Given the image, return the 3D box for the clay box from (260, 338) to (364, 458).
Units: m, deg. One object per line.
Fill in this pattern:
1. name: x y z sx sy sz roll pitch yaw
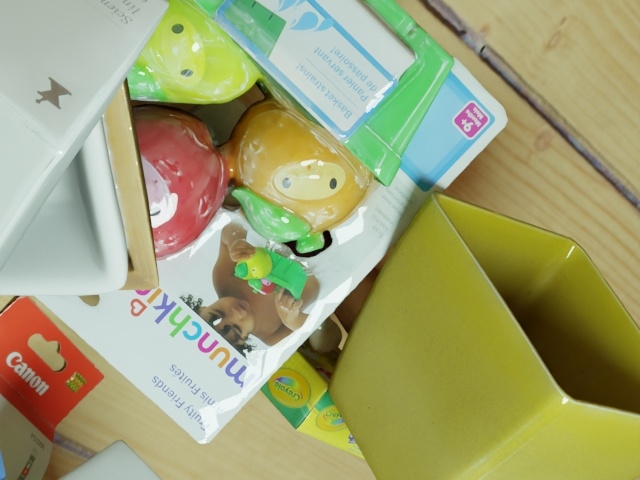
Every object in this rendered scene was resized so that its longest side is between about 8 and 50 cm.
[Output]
1. clay box: -0.015 0.112 1.698 0.053 0.222 0.127 -51 140 9

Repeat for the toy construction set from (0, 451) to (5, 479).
1. toy construction set: -0.406 0.154 1.389 0.309 0.237 0.257 -26 168 -35

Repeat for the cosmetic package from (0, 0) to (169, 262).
1. cosmetic package: -0.277 -0.044 1.178 0.385 0.217 0.156 -48 -172 42

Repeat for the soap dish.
1. soap dish: -0.234 -0.102 1.339 0.118 0.228 0.291 -73 160 -55

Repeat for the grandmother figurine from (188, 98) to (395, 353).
1. grandmother figurine: 0.000 0.000 1.679 0.104 0.208 0.342 -38 121 17

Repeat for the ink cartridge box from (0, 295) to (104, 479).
1. ink cartridge box: -0.261 0.152 1.626 0.179 0.045 0.145 -45 139 -8

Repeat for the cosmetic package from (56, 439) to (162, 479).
1. cosmetic package: -0.176 0.396 1.593 0.230 0.161 0.453 -32 144 -24

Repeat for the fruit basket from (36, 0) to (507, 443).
1. fruit basket: -0.082 -0.075 1.486 0.327 0.165 0.353 44 84 -12

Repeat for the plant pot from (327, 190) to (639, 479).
1. plant pot: 0.135 0.118 1.557 0.212 0.212 0.187 16 124 -48
